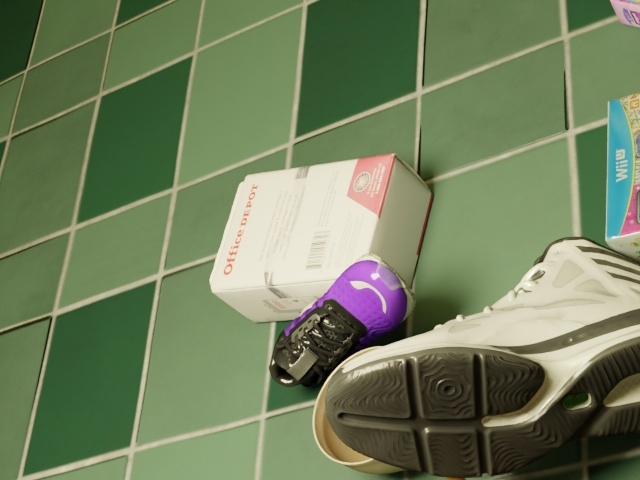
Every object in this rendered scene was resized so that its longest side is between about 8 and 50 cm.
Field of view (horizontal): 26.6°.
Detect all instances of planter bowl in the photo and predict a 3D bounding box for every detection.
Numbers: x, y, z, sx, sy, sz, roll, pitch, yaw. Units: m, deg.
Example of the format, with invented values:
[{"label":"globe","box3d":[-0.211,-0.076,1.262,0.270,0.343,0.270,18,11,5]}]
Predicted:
[{"label":"planter bowl","box3d":[0.086,0.232,1.731,0.162,0.109,0.162,-23,47,27]}]

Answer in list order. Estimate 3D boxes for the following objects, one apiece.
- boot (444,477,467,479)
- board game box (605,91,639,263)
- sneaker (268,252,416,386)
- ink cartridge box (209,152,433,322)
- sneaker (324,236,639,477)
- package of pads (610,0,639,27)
[{"label":"boot","box3d":[0.197,0.326,1.490,0.211,0.104,0.295,57,136,45]},{"label":"board game box","box3d":[0.502,-0.099,1.627,0.303,0.097,0.224,-16,50,33]},{"label":"sneaker","box3d":[0.015,0.127,1.786,0.146,0.102,0.293,-44,-1,-33]},{"label":"ink cartridge box","box3d":[0.000,0.000,1.975,0.283,0.117,0.207,-6,57,38]},{"label":"sneaker","box3d":[0.223,0.128,1.587,0.447,0.169,0.257,-7,27,0]},{"label":"package of pads","box3d":[0.445,-0.319,1.875,0.032,0.050,0.083,-52,40,-11]}]
